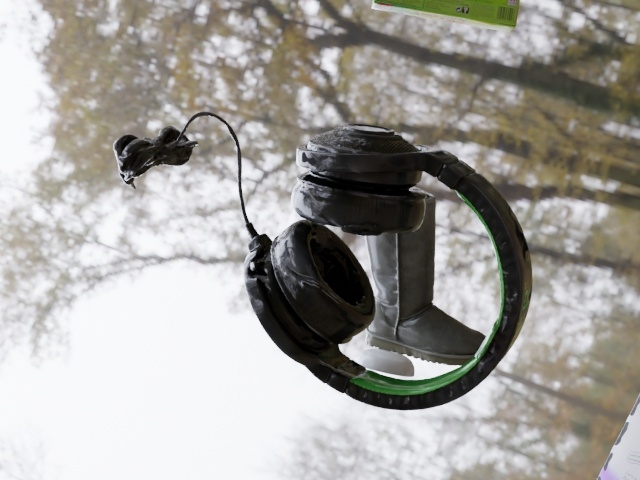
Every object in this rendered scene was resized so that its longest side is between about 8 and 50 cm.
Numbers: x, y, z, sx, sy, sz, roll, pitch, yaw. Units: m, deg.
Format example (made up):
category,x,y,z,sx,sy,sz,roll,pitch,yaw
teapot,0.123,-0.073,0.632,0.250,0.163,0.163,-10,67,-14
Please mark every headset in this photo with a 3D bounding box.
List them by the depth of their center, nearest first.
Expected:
category,x,y,z,sx,sy,sz,roll,pitch,yaw
headset,0.000,0.000,1.110,0.243,0.394,0.185,-63,-17,18

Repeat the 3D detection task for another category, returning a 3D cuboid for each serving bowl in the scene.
category,x,y,z,sx,sy,sz,roll,pitch,yaw
serving bowl,0.093,0.167,1.673,0.083,0.083,0.027,11,-88,-63

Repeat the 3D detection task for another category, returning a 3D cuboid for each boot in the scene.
category,x,y,z,sx,sy,sz,roll,pitch,yaw
boot,0.134,0.043,1.497,0.076,0.189,0.209,-28,-55,-66

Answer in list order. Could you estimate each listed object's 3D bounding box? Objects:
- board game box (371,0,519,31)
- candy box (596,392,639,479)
category,x,y,z,sx,sy,sz,roll,pitch,yaw
board game box,0.162,-0.326,1.514,0.043,0.181,0.092,174,105,-88
candy box,0.407,0.293,1.372,0.070,0.165,0.196,40,-104,-44
